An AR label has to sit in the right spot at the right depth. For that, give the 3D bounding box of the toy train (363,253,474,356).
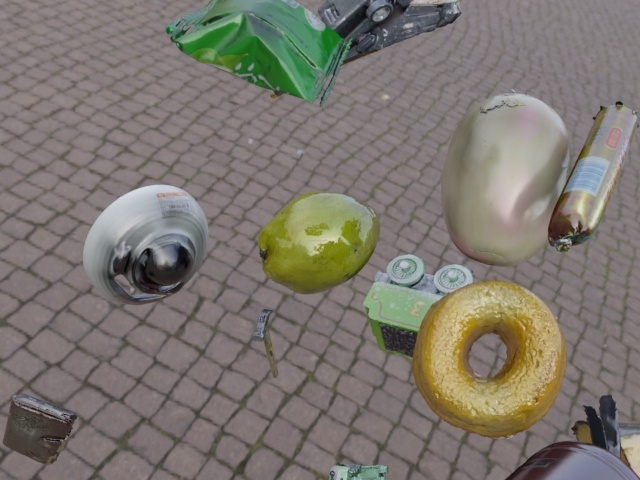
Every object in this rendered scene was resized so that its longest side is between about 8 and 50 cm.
[{"bbox_3d":[0.265,0.180,1.779,0.307,0.174,0.249,12,52,27],"label":"toy train"}]

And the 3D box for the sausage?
[{"bbox_3d":[0.427,-0.100,1.088,0.082,0.082,0.372,29,49,11],"label":"sausage"}]

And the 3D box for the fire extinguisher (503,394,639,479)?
[{"bbox_3d":[0.166,0.226,0.521,0.114,0.136,0.337,-6,3,42],"label":"fire extinguisher"}]

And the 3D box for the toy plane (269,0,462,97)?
[{"bbox_3d":[0.030,-0.298,0.952,0.103,0.316,0.204,11,51,-60],"label":"toy plane"}]

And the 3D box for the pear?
[{"bbox_3d":[0.000,0.000,1.434,0.269,0.213,0.212,-19,49,-19],"label":"pear"}]

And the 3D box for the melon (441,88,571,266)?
[{"bbox_3d":[0.328,-0.111,1.236,0.222,0.317,0.223,14,-8,2],"label":"melon"}]

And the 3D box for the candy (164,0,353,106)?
[{"bbox_3d":[-0.067,-0.241,0.824,0.203,0.078,0.141,22,63,2],"label":"candy"}]

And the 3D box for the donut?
[{"bbox_3d":[0.289,0.193,1.188,0.277,0.108,0.278,-3,73,11],"label":"donut"}]

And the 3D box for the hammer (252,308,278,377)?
[{"bbox_3d":[-0.081,0.168,1.096,0.017,0.182,0.062,7,55,9],"label":"hammer"}]

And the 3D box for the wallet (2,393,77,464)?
[{"bbox_3d":[-0.551,0.372,1.346,0.121,0.232,0.031,26,45,-9],"label":"wallet"}]

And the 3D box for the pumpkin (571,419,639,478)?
[{"bbox_3d":[0.395,0.306,0.717,0.148,0.169,0.313,-22,80,-4],"label":"pumpkin"}]

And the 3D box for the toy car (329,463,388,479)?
[{"bbox_3d":[0.047,0.374,1.015,0.076,0.224,0.090,-4,71,21],"label":"toy car"}]

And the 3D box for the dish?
[{"bbox_3d":[-0.327,0.037,1.411,0.273,0.274,0.134,-12,39,-37],"label":"dish"}]
